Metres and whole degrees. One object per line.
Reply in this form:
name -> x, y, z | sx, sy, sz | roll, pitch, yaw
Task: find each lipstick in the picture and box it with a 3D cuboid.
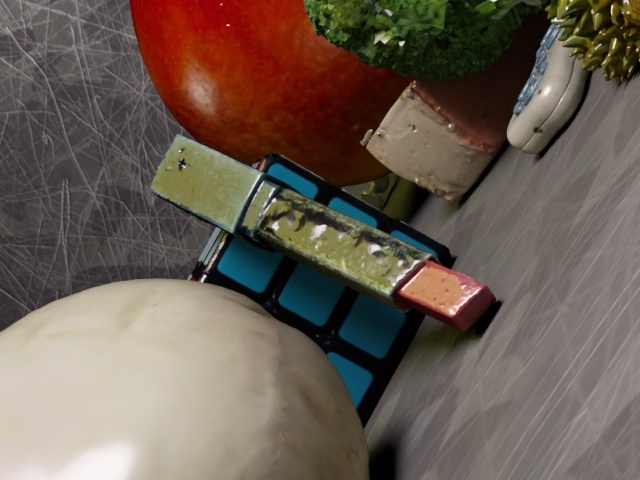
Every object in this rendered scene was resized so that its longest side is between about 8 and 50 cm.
lipstick -> 0.000, 0.000, 1.258 | 0.312, 0.051, 0.051 | 26, 87, 44

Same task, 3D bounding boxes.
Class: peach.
peach -> -0.009, -0.229, 1.684 | 0.370, 0.370, 0.370 | -60, 6, 10

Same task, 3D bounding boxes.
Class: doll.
doll -> 0.067, -0.077, 1.951 | 0.058, 0.040, 0.085 | 107, -170, -47

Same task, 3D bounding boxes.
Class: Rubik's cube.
Rubik's cube -> -0.013, 0.039, 1.438 | 0.162, 0.160, 0.163 | -61, 5, -2

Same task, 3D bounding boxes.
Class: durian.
durian -> 0.168, -0.177, 1.164 | 0.119, 0.108, 0.186 | -55, 8, 41

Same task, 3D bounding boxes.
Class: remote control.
remote control -> 0.165, -0.117, 1.291 | 0.074, 0.032, 0.122 | -53, 10, 52

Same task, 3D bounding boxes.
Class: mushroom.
mushroom -> -0.142, 0.173, 1.213 | 0.356, 0.315, 0.315 | -32, 26, 52

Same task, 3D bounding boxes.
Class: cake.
cake -> 0.141, -0.123, 1.512 | 0.225, 0.090, 0.109 | -41, -9, -36

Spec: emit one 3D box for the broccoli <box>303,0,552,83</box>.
broccoli -> 0.077, -0.320, 1.379 | 0.310, 0.413, 0.321 | -10, -3, 40
